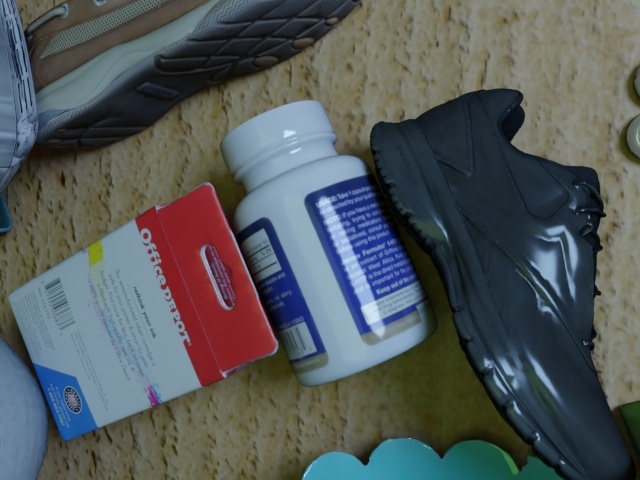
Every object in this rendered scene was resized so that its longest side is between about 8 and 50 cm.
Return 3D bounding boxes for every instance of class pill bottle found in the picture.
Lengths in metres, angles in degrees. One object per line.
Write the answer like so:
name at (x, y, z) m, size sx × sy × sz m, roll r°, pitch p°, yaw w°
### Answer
pill bottle at (0.000, 0.000, 0.490) m, size 0.111 × 0.112 × 0.187 m, roll -24°, pitch 86°, yaw 17°

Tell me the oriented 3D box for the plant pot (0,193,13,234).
plant pot at (-0.441, -0.033, 0.604) m, size 0.234 × 0.165 × 0.166 m, roll -25°, pitch 85°, yaw 28°

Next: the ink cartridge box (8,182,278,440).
ink cartridge box at (-0.129, 0.056, 0.532) m, size 0.231 × 0.078 × 0.134 m, roll -25°, pitch 85°, yaw 27°

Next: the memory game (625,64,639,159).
memory game at (0.304, -0.087, 0.444) m, size 0.186 × 0.012 × 0.186 m, roll 1°, pitch 93°, yaw 18°

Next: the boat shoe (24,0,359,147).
boat shoe at (-0.109, -0.180, 0.514) m, size 0.324 × 0.123 × 0.117 m, roll -21°, pitch 84°, yaw 15°

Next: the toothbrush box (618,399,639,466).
toothbrush box at (0.328, 0.129, 0.346) m, size 0.283 × 0.206 × 0.122 m, roll -20°, pitch 86°, yaw 18°

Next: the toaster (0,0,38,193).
toaster at (-0.307, -0.122, 0.494) m, size 0.129 × 0.146 × 0.227 m, roll -35°, pitch 65°, yaw 38°

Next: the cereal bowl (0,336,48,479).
cereal bowl at (-0.347, 0.231, 0.513) m, size 0.338 × 0.339 × 0.141 m, roll -29°, pitch 107°, yaw 16°

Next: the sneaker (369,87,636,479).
sneaker at (0.137, 0.019, 0.436) m, size 0.130 × 0.109 × 0.287 m, roll -26°, pitch 73°, yaw 9°

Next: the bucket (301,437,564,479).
bucket at (0.073, 0.267, 0.400) m, size 0.280 × 0.281 × 0.183 m, roll -2°, pitch 104°, yaw 17°
